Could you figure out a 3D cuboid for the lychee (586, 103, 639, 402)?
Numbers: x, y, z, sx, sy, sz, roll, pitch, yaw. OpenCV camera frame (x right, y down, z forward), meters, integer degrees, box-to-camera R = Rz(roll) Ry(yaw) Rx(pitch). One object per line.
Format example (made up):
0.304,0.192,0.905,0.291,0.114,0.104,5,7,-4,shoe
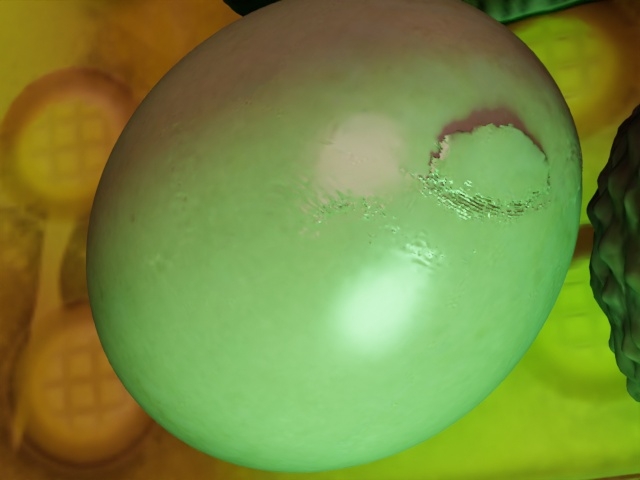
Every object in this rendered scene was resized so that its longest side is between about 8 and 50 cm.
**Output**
0.225,-0.005,0.474,0.255,0.255,0.274,-32,80,2,lychee

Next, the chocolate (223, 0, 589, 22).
0.111,-0.278,0.606,0.360,0.161,0.341,-12,75,7,chocolate

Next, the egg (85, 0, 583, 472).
0.000,0.000,0.535,0.186,0.253,0.186,15,59,-26,egg
